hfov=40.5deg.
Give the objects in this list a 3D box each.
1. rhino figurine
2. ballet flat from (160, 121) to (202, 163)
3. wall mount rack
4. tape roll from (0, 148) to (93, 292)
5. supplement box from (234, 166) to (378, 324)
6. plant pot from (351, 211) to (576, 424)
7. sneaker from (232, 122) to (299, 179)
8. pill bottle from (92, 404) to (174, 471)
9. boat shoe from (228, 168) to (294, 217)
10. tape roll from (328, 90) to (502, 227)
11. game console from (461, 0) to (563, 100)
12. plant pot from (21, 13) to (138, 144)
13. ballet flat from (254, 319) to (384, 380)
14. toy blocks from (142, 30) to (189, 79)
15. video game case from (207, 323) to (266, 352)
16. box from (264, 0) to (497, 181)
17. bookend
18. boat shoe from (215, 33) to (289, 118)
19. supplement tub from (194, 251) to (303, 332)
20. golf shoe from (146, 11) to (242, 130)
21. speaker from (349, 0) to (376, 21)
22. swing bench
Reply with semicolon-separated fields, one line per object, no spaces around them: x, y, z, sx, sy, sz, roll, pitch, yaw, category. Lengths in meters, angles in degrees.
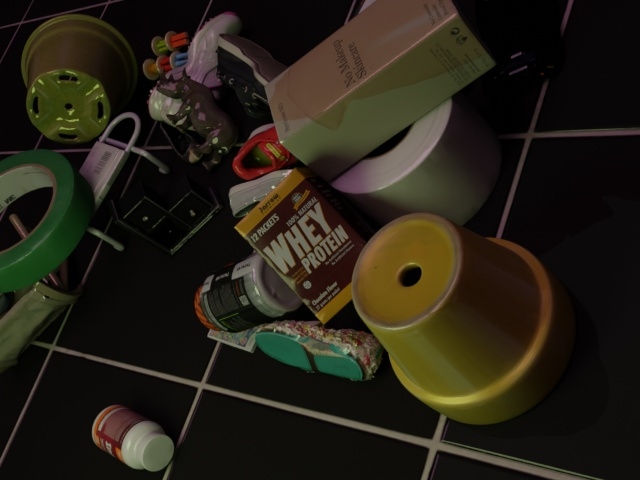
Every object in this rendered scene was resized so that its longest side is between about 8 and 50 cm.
-0.262;-0.270;1.809;0.106;0.073;0.243;-37;77;2;rhino figurine
-0.304;-0.212;1.889;0.057;0.049;0.173;-53;43;1;ballet flat
-0.498;-0.119;1.950;0.304;0.130;0.350;20;78;43;wall mount rack
-0.636;-0.045;1.820;0.322;0.077;0.321;-12;52;16;tape roll
0.000;0.000;1.324;0.129;0.191;0.194;-43;87;11;supplement box
0.172;0.089;1.142;0.254;0.239;0.253;-21;52;30;plant pot
-0.050;-0.178;1.585;0.279;0.107;0.118;-26;16;38;sneaker
-0.326;0.347;1.514;0.152;0.086;0.086;12;72;45;pill bottle
-0.097;-0.086;1.622;0.184;0.066;0.063;-14;75;28;boat shoe
0.140;-0.142;1.370;0.246;0.169;0.246;-21;52;30;tape roll
0.236;-0.309;1.492;0.362;0.044;0.213;-19;51;31;game console
-0.566;-0.352;2.000;0.276;0.276;0.254;-40;29;14;plant pot
0.004;0.166;1.367;0.241;0.091;0.077;11;41;40;ballet flat
-0.350;-0.453;2.083;0.148;0.054;0.123;-4;61;39;toy blocks
-0.144;0.146;1.543;0.122;0.011;0.087;11;71;44;video game case
0.081;-0.242;1.272;0.311;0.121;0.148;-35;46;18;box
-0.305;-0.070;1.719;0.157;0.156;0.072;-42;43;11;bookend
-0.122;-0.306;1.751;0.340;0.127;0.113;42;121;37;boat shoe
-0.121;0.088;1.453;0.190;0.117;0.116;-23;49;44;supplement tub
-0.247;-0.368;1.921;0.140;0.115;0.306;30;78;18;golf shoe
0.087;-0.426;1.687;0.055;0.055;0.136;17;75;46;speaker
-0.665;0.131;1.901;0.253;0.165;0.254;-43;49;9;swing bench
